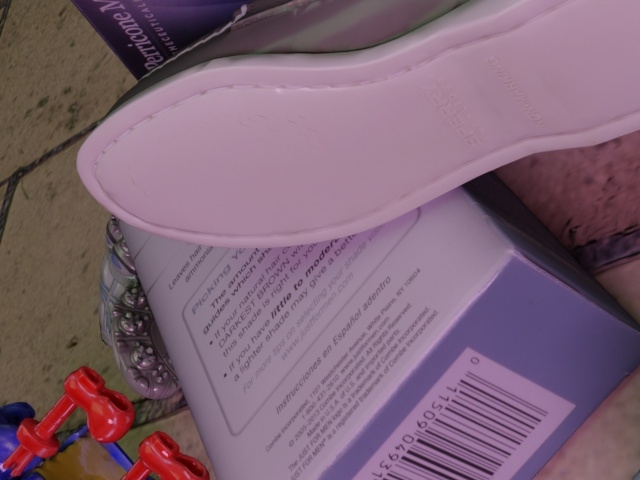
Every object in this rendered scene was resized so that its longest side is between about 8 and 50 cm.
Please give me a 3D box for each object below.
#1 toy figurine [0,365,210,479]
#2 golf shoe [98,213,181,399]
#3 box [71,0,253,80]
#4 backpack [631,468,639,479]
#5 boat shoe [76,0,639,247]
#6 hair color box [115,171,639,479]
[{"bbox_3d":[-0.105,0.169,0.684,0.362,0.217,0.191,42,100,12],"label":"toy figurine"},{"bbox_3d":[-0.127,0.061,0.871,0.176,0.069,0.086,-105,33,-50],"label":"golf shoe"},{"bbox_3d":[-0.010,-0.238,0.559,0.294,0.296,0.183,-13,70,9],"label":"box"},{"bbox_3d":[0.150,0.116,0.399,0.084,0.114,0.105,-56,35,7],"label":"backpack"},{"bbox_3d":[0.030,-0.077,0.521,0.305,0.109,0.091,-16,45,26],"label":"boat shoe"},{"bbox_3d":[0.000,0.000,0.685,0.185,0.113,0.374,-51,35,13],"label":"hair color box"}]
